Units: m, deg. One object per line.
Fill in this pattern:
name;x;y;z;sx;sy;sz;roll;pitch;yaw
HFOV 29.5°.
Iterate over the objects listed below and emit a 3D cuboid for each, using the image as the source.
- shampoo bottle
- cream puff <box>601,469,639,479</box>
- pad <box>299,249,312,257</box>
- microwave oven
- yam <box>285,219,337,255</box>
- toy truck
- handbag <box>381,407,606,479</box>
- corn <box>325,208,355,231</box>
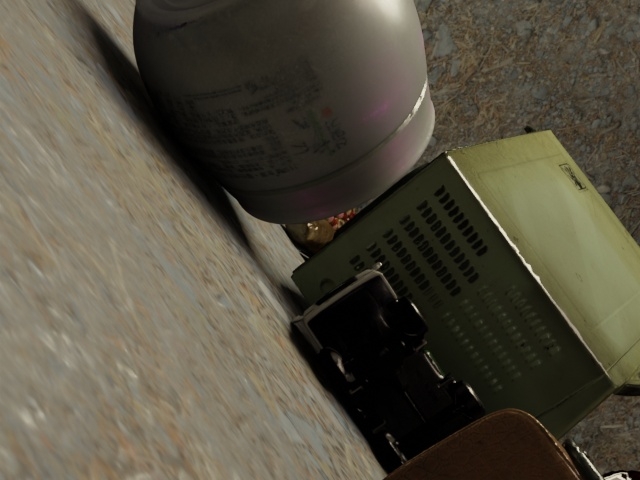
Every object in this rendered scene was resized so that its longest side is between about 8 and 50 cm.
shampoo bottle;-0.032;-0.177;1.198;0.266;0.273;0.273;60;0;-37
cream puff;0.306;0.347;1.174;0.239;0.239;0.165;57;-32;29
pad;0.111;0.091;1.734;0.247;0.007;0.367;27;-2;13
microwave oven;0.197;0.075;1.334;0.333;0.247;0.394;54;25;10
yam;0.000;0.000;1.697;0.057;0.056;0.241;56;5;17
toy truck;0.079;0.141;1.095;0.243;0.101;0.125;57;-1;-6
handbag;0.135;0.211;0.776;0.193;0.151;0.072;58;4;31
corn;-0.026;-0.078;1.738;0.092;0.092;0.280;57;6;30
